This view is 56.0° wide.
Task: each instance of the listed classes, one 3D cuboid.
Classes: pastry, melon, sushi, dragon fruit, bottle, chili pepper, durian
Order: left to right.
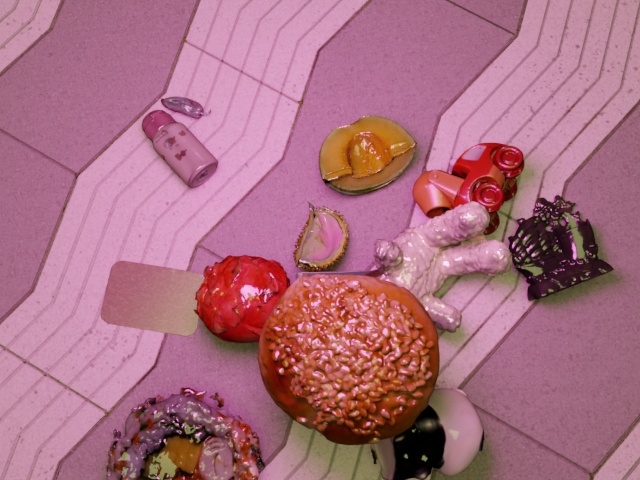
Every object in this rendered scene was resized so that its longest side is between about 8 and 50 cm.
[{"bbox_3d":[-0.395,-0.261,1.659,0.110,0.110,0.233,-43,82,-7],"label":"bottle"},{"bbox_3d":[-0.338,0.563,1.473,0.418,0.176,0.417,0,80,1],"label":"sushi"},{"bbox_3d":[-0.388,-0.383,1.715,0.153,0.041,0.050,21,38,4],"label":"chili pepper"},{"bbox_3d":[-0.192,0.145,1.527,0.253,0.241,0.240,-6,79,-22],"label":"dragon fruit"},{"bbox_3d":[0.002,0.006,1.613,0.137,0.095,0.220,16,58,-6],"label":"durian"},{"bbox_3d":[0.056,0.251,1.305,0.410,0.245,0.409,0,91,14],"label":"pastry"},{"bbox_3d":[0.116,-0.233,1.651,0.265,0.129,0.169,-22,58,0],"label":"melon"}]

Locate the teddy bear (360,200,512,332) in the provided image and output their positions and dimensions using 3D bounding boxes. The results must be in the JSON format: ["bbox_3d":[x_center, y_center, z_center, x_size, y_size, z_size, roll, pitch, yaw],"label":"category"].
[{"bbox_3d":[0.230,0.129,1.459,0.327,0.376,0.362,54,45,-21],"label":"teddy bear"}]

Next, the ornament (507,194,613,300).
[{"bbox_3d":[0.616,0.008,1.613,0.251,0.106,0.260,-22,75,-6],"label":"ornament"}]

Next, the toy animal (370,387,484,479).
[{"bbox_3d":[0.257,0.475,1.473,0.267,0.212,0.212,-2,79,-22],"label":"toy animal"}]

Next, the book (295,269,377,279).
[{"bbox_3d":[0.072,0.265,1.535,0.264,0.031,0.379,1,79,-30],"label":"book"}]

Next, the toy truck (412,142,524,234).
[{"bbox_3d":[0.389,-0.153,1.599,0.239,0.189,0.264,28,73,21],"label":"toy truck"}]

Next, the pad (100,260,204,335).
[{"bbox_3d":[-0.454,0.156,1.636,0.266,0.002,0.176,9,80,2],"label":"pad"}]
